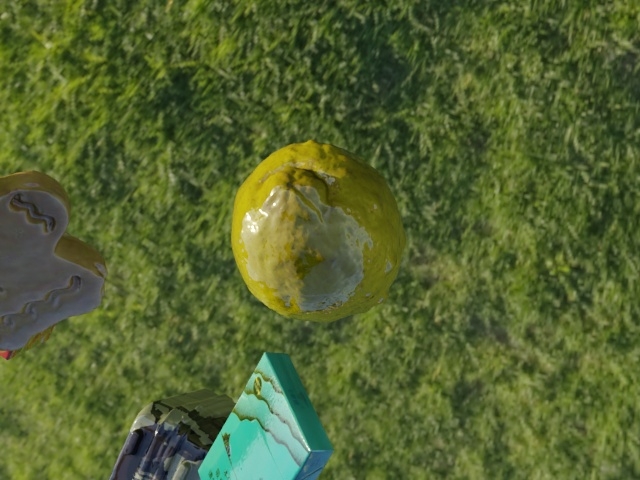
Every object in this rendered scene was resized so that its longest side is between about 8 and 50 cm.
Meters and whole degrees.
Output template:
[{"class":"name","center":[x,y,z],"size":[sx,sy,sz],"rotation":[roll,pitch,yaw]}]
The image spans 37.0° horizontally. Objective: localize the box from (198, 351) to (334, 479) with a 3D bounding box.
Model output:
[{"class":"box","center":[-0.074,0.273,1.186],"size":[0.042,0.161,0.226],"rotation":[8,126,-34]}]

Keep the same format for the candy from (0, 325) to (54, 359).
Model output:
[{"class":"candy","center":[-0.484,0.147,1.577],"size":[0.038,0.122,0.062],"rotation":[33,109,9]}]

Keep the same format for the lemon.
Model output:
[{"class":"lemon","center":[-0.003,-0.002,1.479],"size":[0.285,0.285,0.316],"rotation":[18,136,7]}]

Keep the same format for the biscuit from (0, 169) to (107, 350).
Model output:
[{"class":"biscuit","center":[-0.196,-0.005,0.499],"size":[0.133,0.027,0.184],"rotation":[-17,132,10]}]

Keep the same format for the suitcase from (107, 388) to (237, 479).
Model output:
[{"class":"suitcase","center":[-0.233,0.438,1.683],"size":[0.194,0.339,0.351],"rotation":[27,97,18]}]
